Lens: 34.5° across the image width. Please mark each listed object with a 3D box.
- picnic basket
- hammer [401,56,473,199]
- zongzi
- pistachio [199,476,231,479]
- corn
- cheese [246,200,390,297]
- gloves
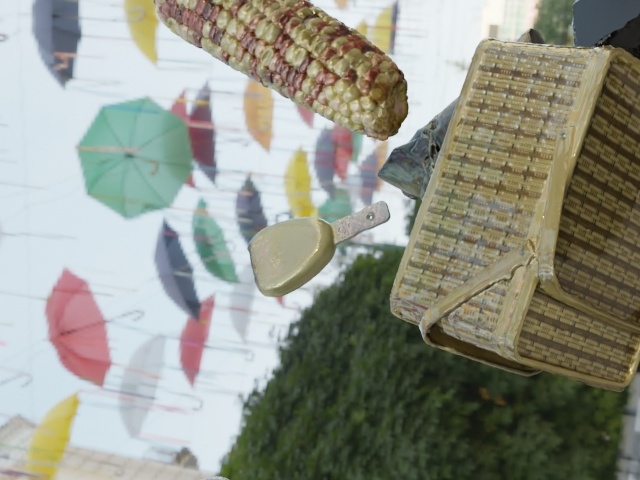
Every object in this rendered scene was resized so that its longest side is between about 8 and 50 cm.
[{"bbox_3d":[0.238,-0.016,1.016,0.228,0.175,0.313,21,-92,-43],"label":"picnic basket"},{"bbox_3d":[0.215,-0.179,1.647,0.288,0.033,0.111,-57,29,26],"label":"hammer"},{"bbox_3d":[0.271,-0.086,1.393,0.319,0.383,0.362,-49,-20,16],"label":"zongzi"},{"bbox_3d":[-0.095,0.287,0.951,0.149,0.113,0.113,57,-173,17],"label":"pistachio"},{"bbox_3d":[-0.031,-0.169,0.877,0.086,0.253,0.086,-48,-21,-25],"label":"corn"},{"bbox_3d":[0.000,0.000,1.279,0.037,0.192,0.097,35,-144,-54],"label":"cheese"},{"bbox_3d":[0.452,-0.230,1.269,0.301,0.197,0.152,38,-143,-23],"label":"gloves"}]
